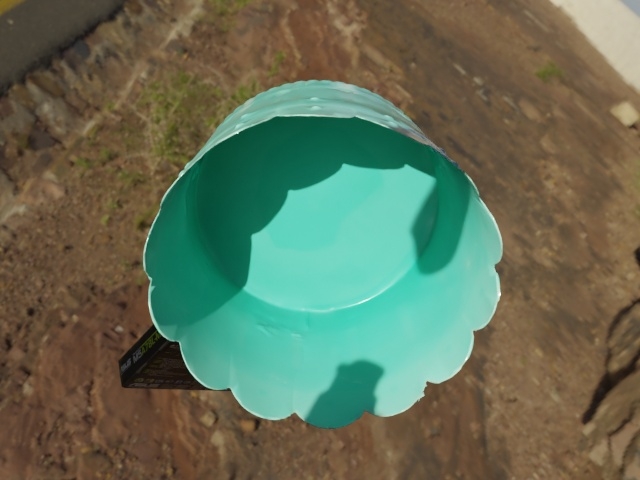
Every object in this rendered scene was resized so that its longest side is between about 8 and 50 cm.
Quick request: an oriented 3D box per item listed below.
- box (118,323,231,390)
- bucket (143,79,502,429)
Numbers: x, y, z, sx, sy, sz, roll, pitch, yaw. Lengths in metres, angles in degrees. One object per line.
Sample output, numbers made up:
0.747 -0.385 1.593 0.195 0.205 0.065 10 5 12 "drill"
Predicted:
-0.129 0.134 1.037 0.190 0.184 0.045 9 51 -35 "box"
0.000 0.000 0.708 0.281 0.281 0.183 34 17 -14 "bucket"
